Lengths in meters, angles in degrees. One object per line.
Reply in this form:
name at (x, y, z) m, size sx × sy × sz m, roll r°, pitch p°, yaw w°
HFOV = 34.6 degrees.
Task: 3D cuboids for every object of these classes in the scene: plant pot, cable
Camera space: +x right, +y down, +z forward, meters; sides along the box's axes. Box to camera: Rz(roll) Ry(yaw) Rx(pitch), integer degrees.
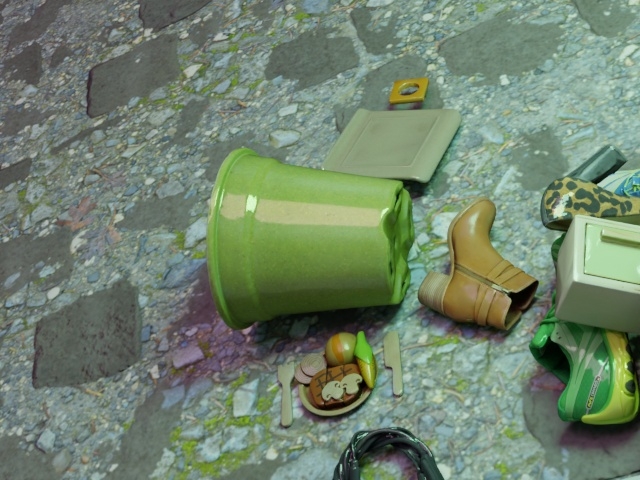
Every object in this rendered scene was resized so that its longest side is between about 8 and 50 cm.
plant pot at (0.000, 0.000, 1.525) m, size 0.254 × 0.276 × 0.276 m, roll 1°, pitch 50°, yaw 16°
cable at (0.082, 0.318, 1.307) m, size 0.150 × 0.047 × 0.184 m, roll -34°, pitch 45°, yaw 4°

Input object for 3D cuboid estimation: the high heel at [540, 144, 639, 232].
high heel at (0.407, 0.002, 1.310) m, size 0.261 × 0.093 × 0.186 m, roll 42°, pitch 52°, yaw 17°

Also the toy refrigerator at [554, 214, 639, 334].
toy refrigerator at (0.425, 0.054, 1.226) m, size 0.269 × 0.094 × 0.102 m, roll 11°, pitch 54°, yaw 3°

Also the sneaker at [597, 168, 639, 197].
sneaker at (0.473, -0.089, 1.402) m, size 0.240 × 0.126 × 0.091 m, roll 6°, pitch 52°, yaw 34°

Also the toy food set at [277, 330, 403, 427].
toy food set at (0.021, 0.189, 1.467) m, size 0.192 × 0.038 × 0.132 m, roll -19°, pitch 43°, yaw 14°

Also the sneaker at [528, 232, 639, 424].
sneaker at (0.324, 0.102, 1.318) m, size 0.123 × 0.109 × 0.295 m, roll -13°, pitch 44°, yaw 14°

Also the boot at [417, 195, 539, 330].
boot at (0.245, 0.035, 1.463) m, size 0.152 × 0.073 × 0.197 m, roll 17°, pitch 72°, yaw 42°

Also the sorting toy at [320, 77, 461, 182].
sorting toy at (0.123, -0.154, 1.731) m, size 0.196 × 0.047 × 0.347 m, roll 6°, pitch 47°, yaw 30°

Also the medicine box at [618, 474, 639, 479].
medicine box at (0.306, 0.363, 0.935) m, size 0.289 × 0.263 × 0.149 m, roll -19°, pitch 23°, yaw 14°
